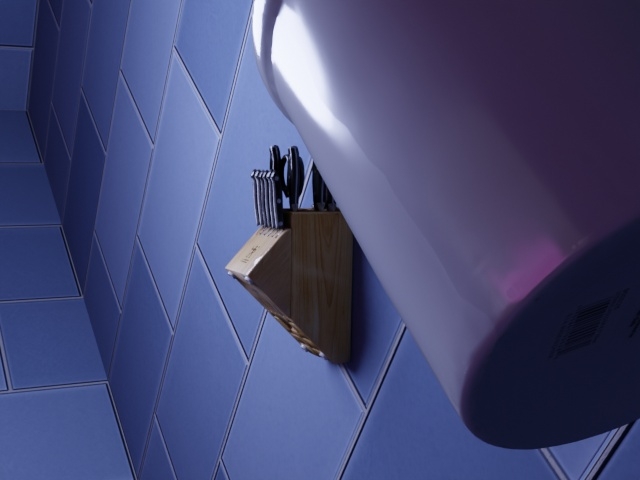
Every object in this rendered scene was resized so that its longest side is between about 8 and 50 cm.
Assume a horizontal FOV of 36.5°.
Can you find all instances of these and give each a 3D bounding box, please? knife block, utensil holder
[{"bbox_3d":[0.000,0.000,1.357,0.276,0.242,0.088,48,165,-22],"label":"knife block"},{"bbox_3d":[0.162,-0.083,0.754,0.386,0.327,0.328,62,144,36],"label":"utensil holder"}]
